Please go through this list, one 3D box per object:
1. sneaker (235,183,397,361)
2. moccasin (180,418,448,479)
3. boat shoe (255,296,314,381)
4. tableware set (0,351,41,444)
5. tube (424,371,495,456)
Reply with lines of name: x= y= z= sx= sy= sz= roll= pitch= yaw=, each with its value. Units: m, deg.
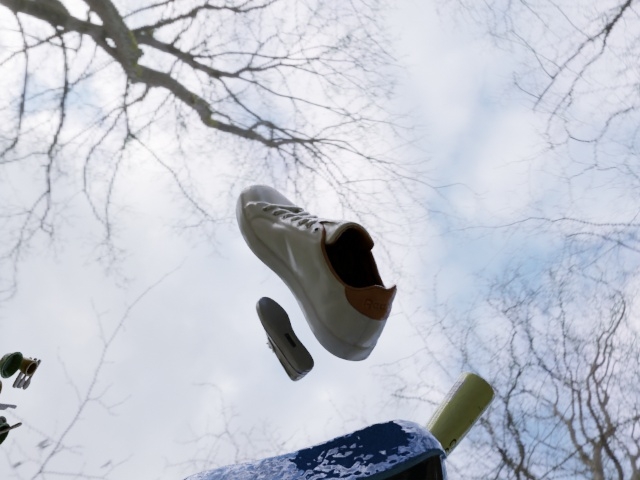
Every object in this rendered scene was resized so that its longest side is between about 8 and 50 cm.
sneaker: x=0.000 y=0.000 z=0.883 sx=0.290 sy=0.106 sz=0.123 roll=50 pitch=-55 yaw=36
moccasin: x=-0.038 y=0.278 z=0.688 sx=0.342 sy=0.137 sz=0.116 roll=-14 pitch=-73 yaw=0
boat shoe: x=-0.045 y=0.108 z=0.800 sx=0.100 sy=0.035 sz=0.035 roll=54 pitch=-53 yaw=21
tableware set: x=-0.409 y=0.215 z=0.945 sx=0.024 sy=0.104 sz=0.154 roll=25 pitch=-101 yaw=15
tube: x=0.160 y=0.290 z=1.044 sx=0.062 sy=0.240 sz=0.070 roll=4 pitch=-49 yaw=52
